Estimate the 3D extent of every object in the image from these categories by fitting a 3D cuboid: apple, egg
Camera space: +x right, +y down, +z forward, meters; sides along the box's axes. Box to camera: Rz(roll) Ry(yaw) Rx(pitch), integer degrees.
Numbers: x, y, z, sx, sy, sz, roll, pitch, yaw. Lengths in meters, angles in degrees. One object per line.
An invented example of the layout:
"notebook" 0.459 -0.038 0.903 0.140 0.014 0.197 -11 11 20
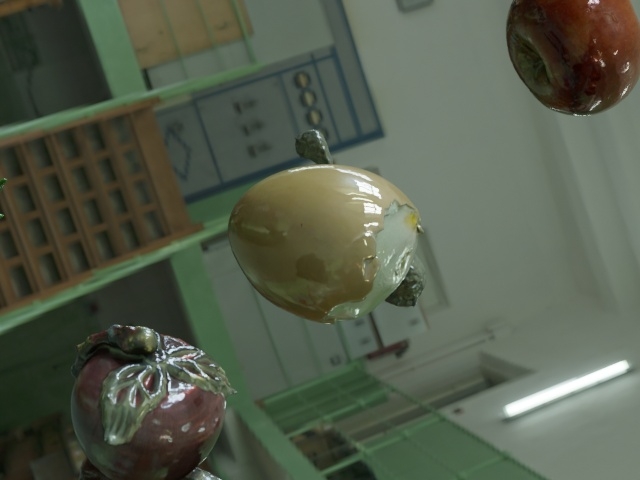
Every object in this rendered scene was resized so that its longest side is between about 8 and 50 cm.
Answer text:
"apple" 0.455 -0.351 1.878 0.272 0.206 0.251 63 -5 -25
"egg" 0.000 0.000 1.344 0.201 0.244 0.201 15 90 -73

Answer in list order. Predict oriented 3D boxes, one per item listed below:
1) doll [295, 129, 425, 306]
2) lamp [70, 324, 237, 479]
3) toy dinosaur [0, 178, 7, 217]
"doll" 0.057 -0.032 1.572 0.286 0.091 0.202 63 -14 -15
"lamp" -0.155 0.186 1.064 0.215 0.151 0.223 26 -36 22
"toy dinosaur" -0.396 -0.086 1.129 0.194 0.152 0.177 40 38 -67
